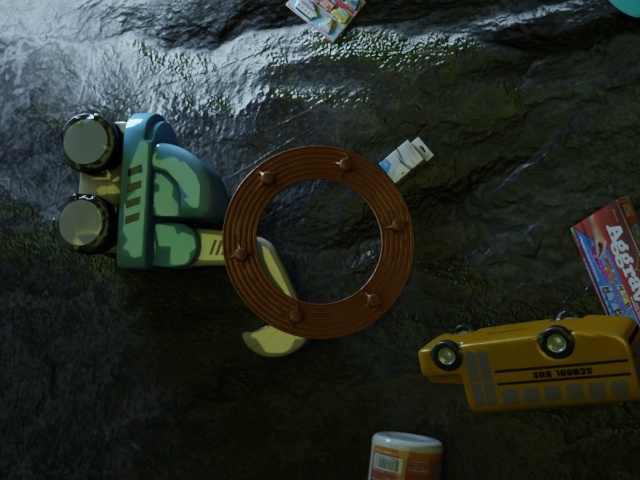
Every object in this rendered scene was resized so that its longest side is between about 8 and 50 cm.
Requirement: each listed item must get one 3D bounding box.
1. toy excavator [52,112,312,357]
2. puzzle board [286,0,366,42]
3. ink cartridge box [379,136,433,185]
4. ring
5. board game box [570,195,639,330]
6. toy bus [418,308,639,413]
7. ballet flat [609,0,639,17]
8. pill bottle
[{"bbox_3d":[-0.226,-0.014,1.552,0.445,0.222,0.433,1,85,9],"label":"toy excavator"},{"bbox_3d":[0.009,-0.443,1.615,0.128,0.011,0.096,42,97,18],"label":"puzzle board"},{"bbox_3d":[0.152,-0.142,1.523,0.083,0.028,0.048,-40,74,9],"label":"ink cartridge box"},{"bbox_3d":[0.000,0.000,1.481,0.336,0.032,0.337,1,82,-7],"label":"ring"},{"bbox_3d":[0.482,0.086,1.333,0.027,0.145,0.281,-15,77,-19],"label":"board game box"},{"bbox_3d":[0.329,0.191,1.356,0.332,0.108,0.130,-12,96,30],"label":"toy bus"},{"bbox_3d":[0.483,-0.449,1.435,0.074,0.074,0.203,-48,67,7],"label":"ballet flat"},{"bbox_3d":[0.132,0.430,1.413,0.121,0.121,0.216,6,86,19],"label":"pill bottle"}]
